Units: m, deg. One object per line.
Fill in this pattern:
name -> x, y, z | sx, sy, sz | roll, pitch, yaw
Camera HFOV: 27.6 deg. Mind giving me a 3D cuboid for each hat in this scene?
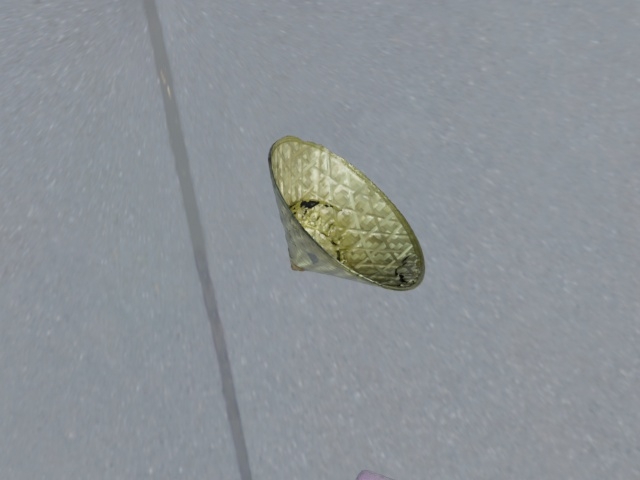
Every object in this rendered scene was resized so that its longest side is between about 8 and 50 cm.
hat -> 0.000, 0.000, 0.941 | 0.146, 0.146, 0.067 | 39, 116, -12

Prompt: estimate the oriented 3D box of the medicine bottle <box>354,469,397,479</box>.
medicine bottle -> 0.180, 0.354, 1.112 | 0.388, 0.219, 0.219 | 19, 99, 9
